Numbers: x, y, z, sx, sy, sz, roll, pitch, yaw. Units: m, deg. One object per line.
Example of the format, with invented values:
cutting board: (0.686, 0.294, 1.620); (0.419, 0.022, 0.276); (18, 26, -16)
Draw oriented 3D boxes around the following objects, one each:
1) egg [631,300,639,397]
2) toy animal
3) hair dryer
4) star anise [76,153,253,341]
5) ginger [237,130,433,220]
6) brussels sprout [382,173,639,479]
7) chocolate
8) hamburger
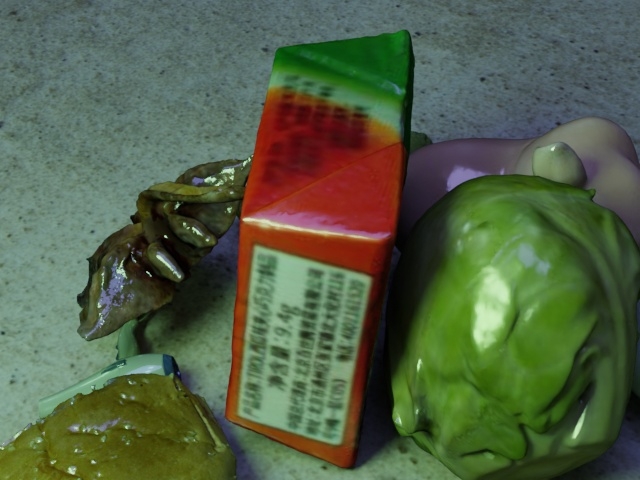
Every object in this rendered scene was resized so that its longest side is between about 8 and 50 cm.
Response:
egg: (0.392, 0.112, 1.379); (0.151, 0.151, 0.209); (-23, 52, -17)
toy animal: (0.242, -0.042, 1.535); (0.326, 0.237, 0.269); (-10, 23, -1)
hair dryer: (-0.263, 0.146, 1.513); (0.167, 0.067, 0.199); (-24, 33, -10)
star anise: (-0.187, -0.006, 1.506); (0.292, 0.109, 0.349); (-53, 13, 1)
ginger: (0.019, -0.076, 1.684); (0.290, 0.089, 0.137); (-12, 43, -5)
brussels sprout: (0.198, 0.083, 1.328); (0.247, 0.328, 0.328); (1, 39, -17)
chocolate: (0.000, 0.000, 1.386); (0.161, 0.360, 0.341); (8, 42, 1)
hamburger: (-0.217, 0.272, 1.299); (0.309, 0.132, 0.211); (-26, 42, -22)
